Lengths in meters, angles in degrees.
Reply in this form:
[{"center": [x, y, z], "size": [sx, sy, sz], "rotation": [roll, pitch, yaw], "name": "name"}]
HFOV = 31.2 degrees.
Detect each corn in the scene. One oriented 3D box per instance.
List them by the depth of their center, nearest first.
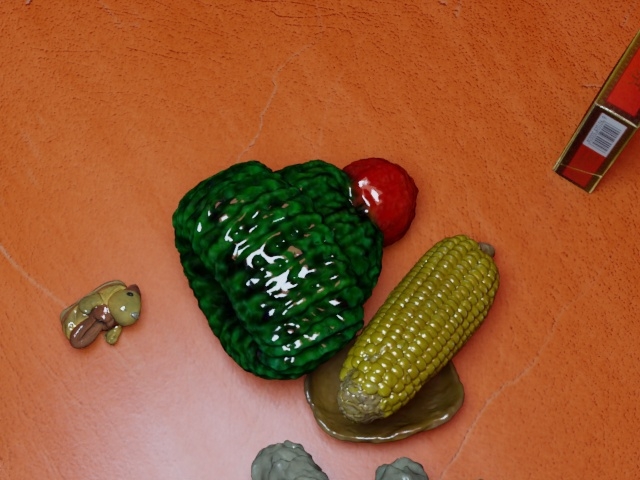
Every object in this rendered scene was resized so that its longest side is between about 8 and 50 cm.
[{"center": [0.130, 0.107, 1.448], "size": [0.119, 0.119, 0.322], "rotation": [36, 58, 9], "name": "corn"}]

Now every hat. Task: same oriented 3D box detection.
[{"center": [0.000, 0.000, 1.457], "size": [0.332, 0.242, 0.274], "rotation": [-29, 92, -24], "name": "hat"}]

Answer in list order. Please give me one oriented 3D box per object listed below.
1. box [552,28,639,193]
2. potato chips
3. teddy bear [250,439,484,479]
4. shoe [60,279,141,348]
[{"center": [0.393, -0.174, 1.508], "size": [0.074, 0.240, 0.153], "rotation": [28, 74, 7], "name": "box"}, {"center": [0.079, 0.193, 1.479], "size": [0.201, 0.049, 0.150], "rotation": [-11, 57, -13], "name": "potato chips"}, {"center": [0.086, 0.427, 1.360], "size": [0.367, 0.224, 0.357], "rotation": [10, 71, -15], "name": "teddy bear"}, {"center": [-0.283, 0.101, 1.491], "size": [0.109, 0.072, 0.069], "rotation": [-13, 35, -11], "name": "shoe"}]
